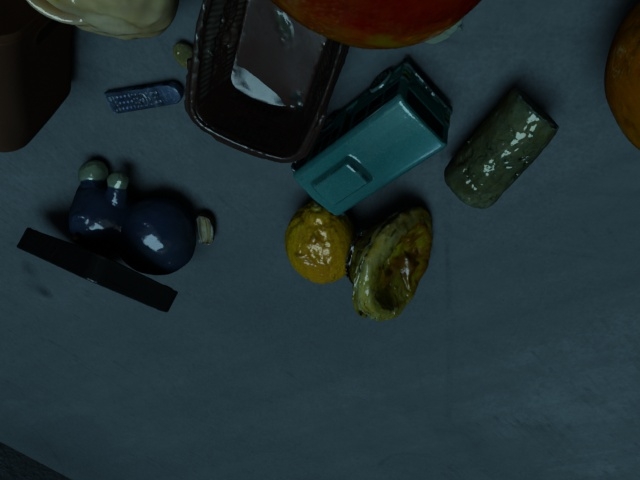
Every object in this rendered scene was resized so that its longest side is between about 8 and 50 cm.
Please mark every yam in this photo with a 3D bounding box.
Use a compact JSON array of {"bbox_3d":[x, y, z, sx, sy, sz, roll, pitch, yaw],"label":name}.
[{"bbox_3d":[0.288,-0.148,0.955,0.107,0.107,0.194,24,134,-10],"label":"yam"}]

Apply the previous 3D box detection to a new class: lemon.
[{"bbox_3d":[0.000,0.000,1.152,0.142,0.142,0.187,3,132,12],"label":"lemon"}]

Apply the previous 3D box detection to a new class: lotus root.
[{"bbox_3d":[-0.239,-0.029,1.262,0.037,0.030,0.083,5,137,1],"label":"lotus root"}]

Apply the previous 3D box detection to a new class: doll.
[{"bbox_3d":[-0.380,-0.030,1.229,0.258,0.154,0.228,15,132,-10],"label":"doll"}]

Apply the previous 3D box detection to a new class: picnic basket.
[{"bbox_3d":[-0.074,-0.277,0.904,0.222,0.129,0.297,21,135,-4],"label":"picnic basket"}]

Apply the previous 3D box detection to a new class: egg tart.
[{"bbox_3d":[0.125,0.040,1.127,0.106,0.241,0.241,25,144,33],"label":"egg tart"}]

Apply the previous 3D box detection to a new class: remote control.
[{"bbox_3d":[-0.310,-0.254,1.062,0.152,0.027,0.043,-4,139,20],"label":"remote control"}]

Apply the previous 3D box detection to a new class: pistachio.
[{"bbox_3d":[-0.318,-0.410,0.793,0.193,0.214,0.318,1,130,52],"label":"pistachio"}]

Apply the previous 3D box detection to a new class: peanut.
[{"bbox_3d":[-0.205,-0.294,0.988,0.083,0.037,0.037,29,134,-12],"label":"peanut"}]

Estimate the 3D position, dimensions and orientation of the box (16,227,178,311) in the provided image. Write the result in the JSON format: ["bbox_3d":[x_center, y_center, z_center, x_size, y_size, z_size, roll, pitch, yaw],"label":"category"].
[{"bbox_3d":[-0.470,0.059,1.255,0.350,0.058,0.211,12,165,41],"label":"box"}]

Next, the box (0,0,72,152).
[{"bbox_3d":[-0.573,-0.320,0.916,0.339,0.239,0.229,19,138,-5],"label":"box"}]

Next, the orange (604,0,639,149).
[{"bbox_3d":[0.496,-0.214,0.748,0.261,0.261,0.261,7,135,7],"label":"orange"}]

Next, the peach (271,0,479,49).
[{"bbox_3d":[0.048,-0.380,0.621,0.372,0.290,0.373,-21,140,-19],"label":"peach"}]

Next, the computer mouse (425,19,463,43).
[{"bbox_3d":[0.128,-0.338,0.846,0.181,0.056,0.089,29,139,-15],"label":"computer mouse"}]

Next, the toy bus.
[{"bbox_3d":[0.076,-0.155,0.975,0.128,0.147,0.256,41,129,-22],"label":"toy bus"}]
